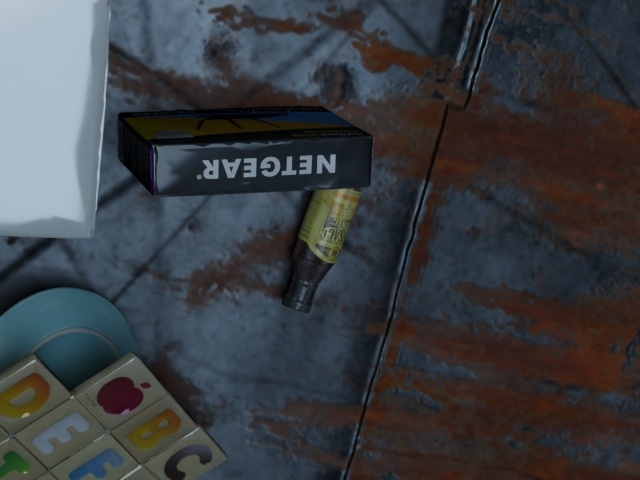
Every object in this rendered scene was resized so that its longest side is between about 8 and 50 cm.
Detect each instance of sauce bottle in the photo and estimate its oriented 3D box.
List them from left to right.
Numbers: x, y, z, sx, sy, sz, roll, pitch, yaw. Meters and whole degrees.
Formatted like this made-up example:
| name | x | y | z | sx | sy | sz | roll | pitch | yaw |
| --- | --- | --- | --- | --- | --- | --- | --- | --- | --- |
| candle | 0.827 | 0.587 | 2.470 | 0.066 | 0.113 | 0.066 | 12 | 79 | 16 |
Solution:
| name | x | y | z | sx | sy | sz | roll | pitch | yaw |
| --- | --- | --- | --- | --- | --- | --- | --- | --- | --- |
| sauce bottle | 0.000 | 0.000 | 1.306 | 0.042 | 0.042 | 0.128 | 14 | 101 | -22 |

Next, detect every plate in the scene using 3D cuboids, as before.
| name | x | y | z | sx | sy | sz | roll | pitch | yaw |
| --- | --- | --- | --- | --- | --- | --- | --- | --- | --- |
| plate | -0.213 | 0.132 | 1.231 | 0.188 | 0.024 | 0.188 | -16 | 111 | -46 |

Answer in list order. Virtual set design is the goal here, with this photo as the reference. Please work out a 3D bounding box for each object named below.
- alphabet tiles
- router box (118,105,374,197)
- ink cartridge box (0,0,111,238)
| name | x | y | z | sx | sy | sz | roll | pitch | yaw |
| --- | --- | --- | --- | --- | --- | --- | --- | --- | --- |
| alphabet tiles | -0.254 | 0.228 | 1.221 | 0.342 | 0.011 | 0.285 | -33 | 136 | -1 |
| router box | -0.062 | -0.074 | 1.213 | 0.178 | 0.133 | 0.046 | -4 | 107 | -19 |
| ink cartridge box | -0.258 | -0.109 | 1.081 | 0.171 | 0.232 | 0.168 | 2 | 102 | -19 |
